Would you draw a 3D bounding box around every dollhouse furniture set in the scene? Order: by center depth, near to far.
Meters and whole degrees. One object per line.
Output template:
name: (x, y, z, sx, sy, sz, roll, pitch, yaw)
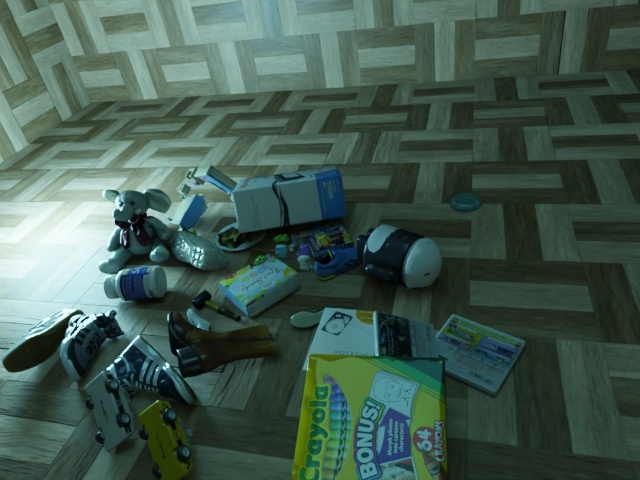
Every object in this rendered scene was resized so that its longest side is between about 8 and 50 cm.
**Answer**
dollhouse furniture set: (-0.495, -0.132, 2.141, 0.286, 0.198, 0.303, 6, 66, 57)

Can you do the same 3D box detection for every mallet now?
mallet: (-0.328, 0.212, 1.648, 0.190, 0.039, 0.062, 14, 45, 25)

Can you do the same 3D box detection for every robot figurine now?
robot figurine: (0.246, 0.052, 1.607, 0.278, 0.173, 0.209, 20, 75, 36)

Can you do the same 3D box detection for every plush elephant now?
plush elephant: (-0.706, -0.074, 1.935, 0.272, 0.255, 0.330, -9, 33, 11)

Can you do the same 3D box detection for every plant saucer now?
plant saucer: (0.551, -0.150, 1.932, 0.119, 0.021, 0.119, -7, 36, 5)

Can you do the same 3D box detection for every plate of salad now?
plate of salad: (-0.310, -0.028, 1.961, 0.200, 0.048, 0.200, -7, 36, 5)

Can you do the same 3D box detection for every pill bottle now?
pill bottle: (-0.635, 0.150, 1.742, 0.187, 0.112, 0.112, -7, 36, 5)

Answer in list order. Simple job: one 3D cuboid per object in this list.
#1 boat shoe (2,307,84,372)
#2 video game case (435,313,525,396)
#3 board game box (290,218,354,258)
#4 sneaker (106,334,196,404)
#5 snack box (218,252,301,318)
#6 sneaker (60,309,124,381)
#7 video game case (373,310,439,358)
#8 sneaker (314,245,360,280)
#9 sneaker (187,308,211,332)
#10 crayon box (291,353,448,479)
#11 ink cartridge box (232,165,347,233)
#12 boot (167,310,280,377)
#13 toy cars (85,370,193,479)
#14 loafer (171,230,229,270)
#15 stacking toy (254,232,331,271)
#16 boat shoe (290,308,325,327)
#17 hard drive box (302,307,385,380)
boat shoe: (-0.882, 0.309, 1.606, 0.096, 0.098, 0.277, 10, 31, 27)
video game case: (0.403, 0.296, 1.351, 0.212, 0.023, 0.193, 19, 45, 36)
board game box: (0.000, 0.000, 1.832, 0.194, 0.060, 0.194, -17, 36, -8)
sneaker: (-0.470, 0.391, 1.382, 0.282, 0.099, 0.153, 31, 62, 33)
snack box: (-0.198, 0.145, 1.673, 0.207, 0.070, 0.174, -32, 39, -26)
sneaker: (-0.690, 0.302, 1.551, 0.153, 0.101, 0.268, -18, 34, -7)
video game case: (0.223, 0.278, 1.324, 0.173, 0.022, 0.190, 15, 40, -9)
sneaker: (0.071, 0.057, 1.718, 0.209, 0.082, 0.069, -26, 36, -23)
sneaker: (-0.373, 0.266, 1.573, 0.061, 0.053, 0.152, -18, 43, -19)
crayon box: (0.111, 0.433, 1.094, 0.313, 0.106, 0.363, -1, 52, 12)
ink cartridge box: (-0.116, -0.162, 1.922, 0.395, 0.166, 0.285, -9, 15, -1)
boot: (-0.286, 0.267, 1.469, 0.280, 0.096, 0.264, -10, 24, -27)
toy cars: (-0.442, 0.459, 1.267, 0.394, 0.176, 0.087, 14, -2, 30)
loafer: (-0.450, 0.040, 1.873, 0.111, 0.112, 0.319, 10, 12, -43)
stacking toy: (-0.093, 0.037, 1.703, 0.221, 0.052, 0.167, -1, 28, 26)
boat shoe: (-0.022, 0.232, 1.533, 0.137, 0.049, 0.043, -12, -7, 2)
hard drive box: (0.074, 0.298, 1.376, 0.181, 0.089, 0.232, 2, 38, 17)
